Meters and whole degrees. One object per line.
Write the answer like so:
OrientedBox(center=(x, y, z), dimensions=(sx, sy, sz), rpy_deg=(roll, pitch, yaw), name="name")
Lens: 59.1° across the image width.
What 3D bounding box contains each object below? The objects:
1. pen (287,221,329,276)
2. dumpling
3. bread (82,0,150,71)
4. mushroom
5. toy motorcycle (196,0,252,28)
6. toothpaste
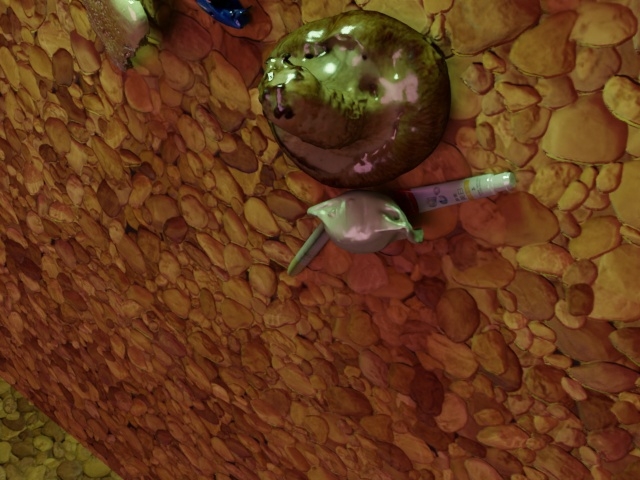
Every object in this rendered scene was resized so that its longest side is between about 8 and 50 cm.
OrientedBox(center=(0.000, 0.000, 1.008), dimensions=(0.040, 0.032, 0.233), rpy_deg=(28, 135, -11), name="pen")
OrientedBox(center=(0.073, -0.027, 0.884), dimensions=(0.169, 0.134, 0.099), rpy_deg=(-11, 81, 20), name="dumpling")
OrientedBox(center=(-0.364, -0.396, 0.969), dimensions=(0.181, 0.039, 0.251), rpy_deg=(60, 157, -14), name="bread")
OrientedBox(center=(0.022, -0.177, 0.785), dimensions=(0.267, 0.255, 0.267), rpy_deg=(45, 158, 25), name="mushroom")
OrientedBox(center=(-0.229, -0.453, 0.857), dimensions=(0.315, 0.113, 0.169), rpy_deg=(39, 143, 0), name="toy motorcycle")
OrientedBox(center=(0.192, -0.070, 0.831), dimensions=(0.190, 0.031, 0.048), rpy_deg=(-10, 113, 42), name="toothpaste")
